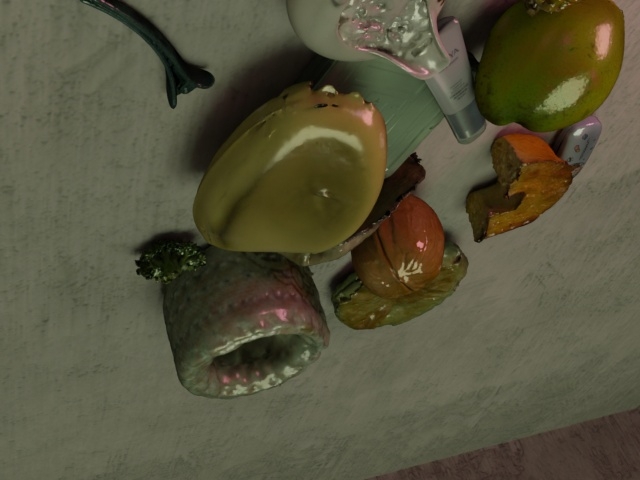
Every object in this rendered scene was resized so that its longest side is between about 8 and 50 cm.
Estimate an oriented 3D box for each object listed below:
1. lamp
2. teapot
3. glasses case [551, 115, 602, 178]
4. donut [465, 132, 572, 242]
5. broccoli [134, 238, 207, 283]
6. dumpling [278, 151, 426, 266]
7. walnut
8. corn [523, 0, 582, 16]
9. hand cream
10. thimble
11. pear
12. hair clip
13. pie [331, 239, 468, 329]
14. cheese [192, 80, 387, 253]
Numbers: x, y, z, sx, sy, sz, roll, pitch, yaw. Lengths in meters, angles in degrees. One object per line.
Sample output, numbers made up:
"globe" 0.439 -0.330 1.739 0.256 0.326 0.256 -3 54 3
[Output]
"lamp" 0.069 -0.196 1.409 0.269 0.047 0.266 5 140 -38
"teapot" 0.055 -0.294 1.137 0.204 0.139 0.298 -35 150 27
"glasses case" 0.455 -0.162 1.734 0.067 0.045 0.178 -13 151 -14
"donut" 0.365 -0.100 1.722 0.152 0.101 0.259 -12 149 -19
"broccoli" -0.241 0.038 1.557 0.097 0.092 0.095 30 111 -34
"dumpling" 0.032 -0.023 1.556 0.332 0.166 0.086 -23 133 1
"walnut" 0.133 0.005 1.652 0.165 0.197 0.165 3 137 3
"corn" 0.356 -0.405 1.174 0.119 0.119 0.322 3 143 -38
"hand cream" 0.185 -0.220 1.349 0.079 0.048 0.255 -43 149 -2
"thimble" -0.131 0.142 1.703 0.292 0.195 0.291 -15 151 -9
"pear" 0.316 -0.243 1.336 0.219 0.187 0.187 -50 152 -9
"hair clip" -0.211 -0.242 1.160 0.070 0.039 0.229 -28 146 10
"pie" 0.154 0.094 1.944 0.307 0.071 0.306 -14 149 -9
"cheese" -0.025 -0.097 1.335 0.260 0.128 0.315 0 141 -29
